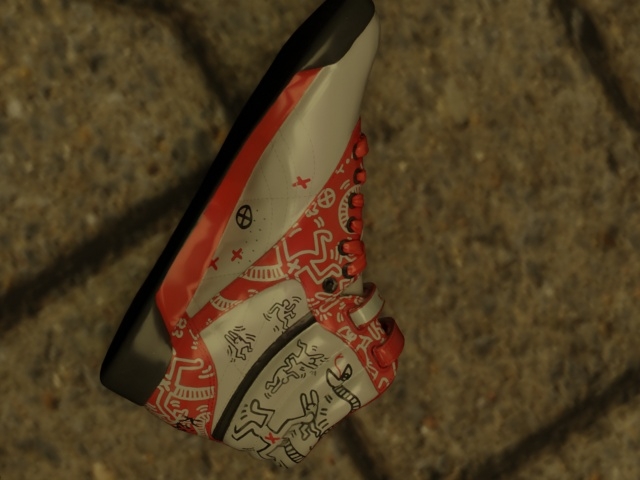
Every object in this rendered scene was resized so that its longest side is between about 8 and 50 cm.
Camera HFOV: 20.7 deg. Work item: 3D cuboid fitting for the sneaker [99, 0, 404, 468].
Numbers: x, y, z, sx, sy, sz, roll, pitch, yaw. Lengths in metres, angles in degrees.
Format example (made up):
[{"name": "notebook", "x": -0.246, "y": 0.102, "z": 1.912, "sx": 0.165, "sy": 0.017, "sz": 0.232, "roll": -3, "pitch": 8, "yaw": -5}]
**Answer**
[{"name": "sneaker", "x": -0.001, "y": 0.000, "z": 1.006, "sx": 0.145, "sy": 0.090, "sz": 0.270, "roll": 30, "pitch": 96, "yaw": -11}]
